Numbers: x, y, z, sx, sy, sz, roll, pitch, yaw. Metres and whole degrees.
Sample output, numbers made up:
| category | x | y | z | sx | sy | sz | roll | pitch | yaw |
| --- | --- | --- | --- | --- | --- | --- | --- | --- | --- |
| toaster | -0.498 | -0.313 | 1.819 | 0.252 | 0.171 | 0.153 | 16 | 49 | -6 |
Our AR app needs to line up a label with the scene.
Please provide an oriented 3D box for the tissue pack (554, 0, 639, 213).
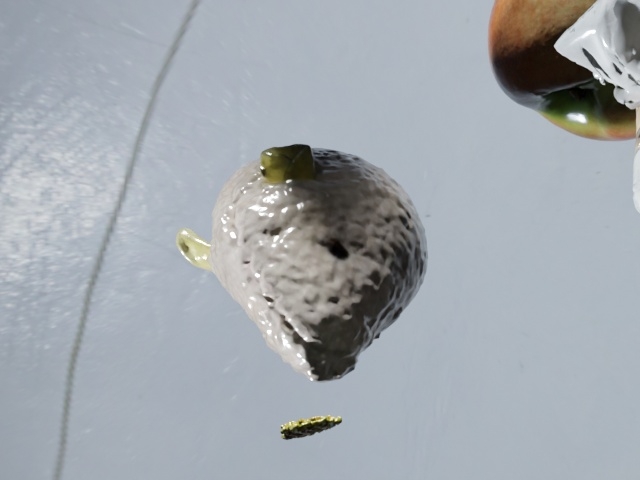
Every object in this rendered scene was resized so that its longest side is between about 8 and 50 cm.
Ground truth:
| category | x | y | z | sx | sy | sz | roll | pitch | yaw |
| --- | --- | --- | --- | --- | --- | --- | --- | --- | --- |
| tissue pack | 0.300 | -0.116 | 0.690 | 0.305 | 0.238 | 0.238 | -39 | 88 | 30 |

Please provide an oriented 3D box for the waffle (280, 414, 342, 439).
| category | x | y | z | sx | sy | sz | roll | pitch | yaw |
| --- | --- | --- | --- | --- | --- | --- | --- | --- | --- |
| waffle | -0.016 | 0.229 | 1.585 | 0.078 | 0.085 | 0.016 | -6 | 74 | -16 |

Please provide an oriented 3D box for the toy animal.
| category | x | y | z | sx | sy | sz | roll | pitch | yaw |
| --- | --- | --- | --- | --- | --- | --- | --- | --- | --- |
| toy animal | 0.002 | -0.002 | 1.356 | 0.226 | 0.358 | 0.188 | 43 | 111 | 2 |

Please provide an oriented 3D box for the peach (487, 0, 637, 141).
| category | x | y | z | sx | sy | sz | roll | pitch | yaw |
| --- | --- | --- | --- | --- | --- | --- | --- | --- | --- |
| peach | 0.318 | -0.242 | 1.473 | 0.252 | 0.252 | 0.252 | 0 | 91 | 4 |
